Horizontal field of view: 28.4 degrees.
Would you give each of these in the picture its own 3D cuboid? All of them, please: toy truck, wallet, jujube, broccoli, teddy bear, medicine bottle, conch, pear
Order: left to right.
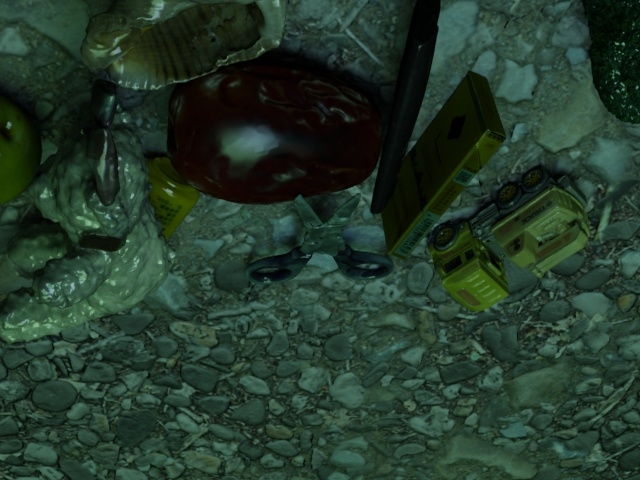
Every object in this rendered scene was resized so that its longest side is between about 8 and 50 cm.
[{"bbox_3d":[-0.523,-0.133,1.906,0.180,0.166,0.216,23,155,-36],"label":"pear"},{"bbox_3d":[-0.388,-0.047,1.857,0.375,0.327,0.362,-10,143,19],"label":"teddy bear"},{"bbox_3d":[-0.314,-0.009,2.073,0.111,0.076,0.309,34,122,-12],"label":"medicine bottle"},{"bbox_3d":[-0.175,-0.340,1.724,0.324,0.186,0.263,-25,130,26],"label":"conch"},{"bbox_3d":[-0.071,-0.160,1.889,0.318,0.223,0.223,1,132,-16],"label":"jujube"},{"bbox_3d":[0.128,-0.203,1.881,0.044,0.170,0.321,12,130,1],"label":"wallet"},{"bbox_3d":[0.319,0.010,2.095,0.272,0.157,0.124,-33,126,22],"label":"toy truck"},{"bbox_3d":[0.516,-0.301,1.791,0.308,0.308,0.275,-30,165,20],"label":"broccoli"}]

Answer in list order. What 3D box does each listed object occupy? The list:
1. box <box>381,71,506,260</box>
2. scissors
[{"bbox_3d":[0.182,-0.114,1.975,0.041,0.153,0.279,22,126,-23],"label":"box"},{"bbox_3d":[0.000,0.000,2.033,0.256,0.029,0.383,-3,160,-2],"label":"scissors"}]
